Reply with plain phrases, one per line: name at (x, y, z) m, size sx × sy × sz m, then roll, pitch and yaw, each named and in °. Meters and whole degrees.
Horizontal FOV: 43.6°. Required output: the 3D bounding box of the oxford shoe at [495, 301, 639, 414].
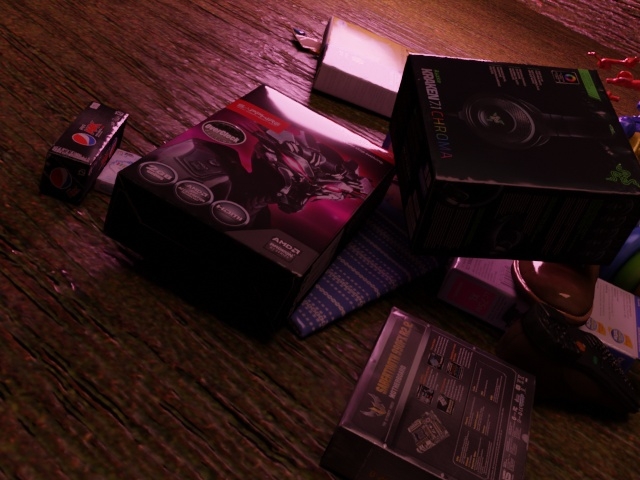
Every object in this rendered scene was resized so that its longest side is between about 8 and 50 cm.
oxford shoe at (0.295, 0.157, 0.962) m, size 0.227 × 0.096 × 0.082 m, roll 33°, pitch 29°, yaw -25°

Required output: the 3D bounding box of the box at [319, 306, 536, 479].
box at (0.121, 0.182, 0.824) m, size 0.183 × 0.056 × 0.231 m, roll 25°, pitch 30°, yaw 5°

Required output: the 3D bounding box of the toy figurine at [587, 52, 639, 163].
toy figurine at (0.577, -0.169, 1.595) m, size 0.191 × 0.362 × 0.217 m, roll 23°, pitch 67°, yaw 27°

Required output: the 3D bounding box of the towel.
towel at (0.000, 0.000, 1.065) m, size 0.243 × 0.040 × 0.336 m, roll 40°, pitch 36°, yaw 24°

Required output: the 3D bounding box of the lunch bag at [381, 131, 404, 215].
lunch bag at (0.148, -0.104, 1.228) m, size 0.151 × 0.128 × 0.096 m, roll 9°, pitch 32°, yaw -24°

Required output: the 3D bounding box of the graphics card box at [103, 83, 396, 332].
graphics card box at (-0.064, -0.062, 0.992) m, size 0.233 × 0.094 × 0.371 m, roll 30°, pitch 34°, yaw 8°

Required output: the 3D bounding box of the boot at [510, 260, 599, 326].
boot at (0.336, 0.006, 1.078) m, size 0.112 × 0.115 × 0.305 m, roll 28°, pitch 31°, yaw 5°

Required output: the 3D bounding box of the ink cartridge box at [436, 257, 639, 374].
ink cartridge box at (0.326, 0.088, 1.109) m, size 0.311 × 0.065 × 0.186 m, roll 24°, pitch 29°, yaw 8°

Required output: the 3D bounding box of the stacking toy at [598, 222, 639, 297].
stacking toy at (0.493, 0.054, 1.220) m, size 0.141 × 0.141 × 0.330 m, roll -8°, pitch 47°, yaw -42°

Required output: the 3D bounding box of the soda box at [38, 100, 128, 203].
soda box at (-0.296, -0.115, 1.012) m, size 0.053 × 0.060 × 0.169 m, roll 21°, pitch 29°, yaw -7°

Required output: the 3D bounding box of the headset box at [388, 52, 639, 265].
headset box at (0.248, -0.104, 1.018) m, size 0.283 × 0.131 × 0.246 m, roll 4°, pitch 47°, yaw -8°

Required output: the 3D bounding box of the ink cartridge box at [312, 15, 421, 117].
ink cartridge box at (0.144, -0.339, 1.657) m, size 0.307 × 0.072 × 0.303 m, roll 19°, pitch 31°, yaw -7°

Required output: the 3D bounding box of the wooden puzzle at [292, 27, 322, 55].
wooden puzzle at (-0.022, -0.427, 1.747) m, size 0.079 × 0.014 × 0.116 m, roll 14°, pitch 31°, yaw -23°

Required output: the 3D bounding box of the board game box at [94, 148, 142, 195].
board game box at (-0.234, -0.078, 1.035) m, size 0.090 × 0.020 × 0.090 m, roll 20°, pitch 29°, yaw -7°
